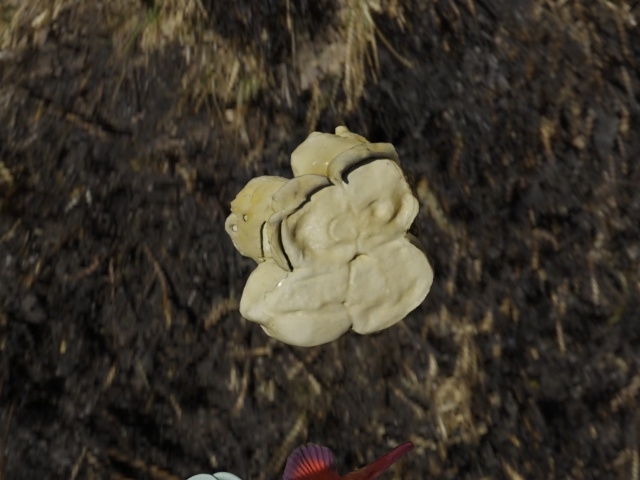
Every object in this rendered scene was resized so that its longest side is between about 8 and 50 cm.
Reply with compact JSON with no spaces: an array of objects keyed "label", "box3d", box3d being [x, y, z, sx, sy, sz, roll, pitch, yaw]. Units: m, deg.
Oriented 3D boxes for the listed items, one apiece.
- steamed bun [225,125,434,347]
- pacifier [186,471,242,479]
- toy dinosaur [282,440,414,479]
[{"label":"steamed bun","box3d":[0.000,0.000,1.380,0.192,0.106,0.177,-30,123,-7]},{"label":"pacifier","box3d":[-0.141,0.340,1.841,0.116,0.150,0.127,19,108,-49]},{"label":"toy dinosaur","box3d":[0.018,0.281,1.794,0.139,0.286,0.070,47,126,-8]}]
